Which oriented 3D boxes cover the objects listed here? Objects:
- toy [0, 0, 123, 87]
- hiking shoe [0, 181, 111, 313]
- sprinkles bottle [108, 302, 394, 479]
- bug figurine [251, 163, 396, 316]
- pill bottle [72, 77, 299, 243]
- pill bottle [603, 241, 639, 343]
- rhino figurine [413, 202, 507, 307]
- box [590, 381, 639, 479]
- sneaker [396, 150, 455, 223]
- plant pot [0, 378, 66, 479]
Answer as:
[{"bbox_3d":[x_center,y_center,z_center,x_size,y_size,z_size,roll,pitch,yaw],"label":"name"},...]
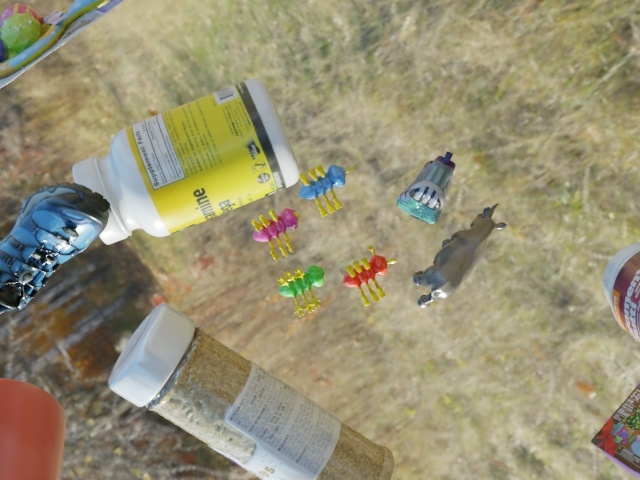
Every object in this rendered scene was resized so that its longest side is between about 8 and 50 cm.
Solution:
[{"bbox_3d":[-0.333,-0.243,1.086,0.137,0.237,0.056,36,157,59],"label":"toy"},{"bbox_3d":[-0.397,0.033,1.306,0.113,0.304,0.132,32,-139,-37],"label":"hiking shoe"},{"bbox_3d":[-0.080,0.219,1.162,0.355,0.121,0.121,35,170,-13],"label":"sprinkles bottle"},{"bbox_3d":[0.000,0.000,1.677,0.072,0.216,0.279,-110,-5,-67],"label":"bug figurine"},{"bbox_3d":[-0.218,-0.120,1.539,0.188,0.334,0.187,158,90,-87],"label":"pill bottle"},{"bbox_3d":[0.391,0.068,1.043,0.121,0.121,0.221,58,-175,-8],"label":"pill bottle"},{"bbox_3d":[0.264,0.019,1.752,0.073,0.243,0.106,43,160,-5],"label":"rhino figurine"},{"bbox_3d":[0.581,0.308,1.539,0.057,0.201,0.293,42,177,-10],"label":"box"},{"bbox_3d":[0.200,-0.094,1.704,0.083,0.098,0.223,30,172,-2],"label":"sneaker"},{"bbox_3d":[-0.581,0.419,1.658,0.243,0.275,0.275,-111,1,-46],"label":"plant pot"}]
